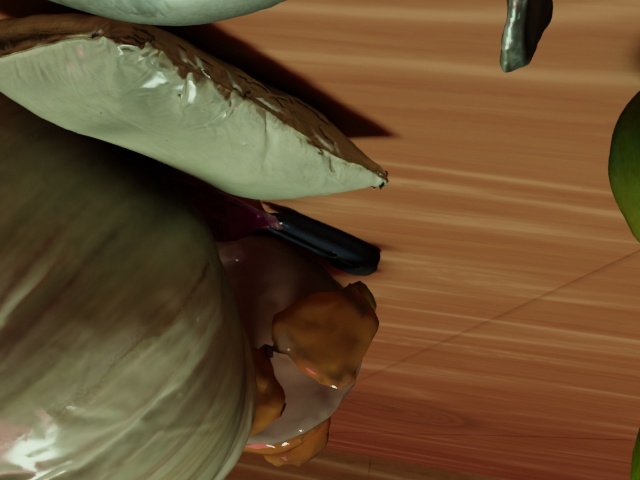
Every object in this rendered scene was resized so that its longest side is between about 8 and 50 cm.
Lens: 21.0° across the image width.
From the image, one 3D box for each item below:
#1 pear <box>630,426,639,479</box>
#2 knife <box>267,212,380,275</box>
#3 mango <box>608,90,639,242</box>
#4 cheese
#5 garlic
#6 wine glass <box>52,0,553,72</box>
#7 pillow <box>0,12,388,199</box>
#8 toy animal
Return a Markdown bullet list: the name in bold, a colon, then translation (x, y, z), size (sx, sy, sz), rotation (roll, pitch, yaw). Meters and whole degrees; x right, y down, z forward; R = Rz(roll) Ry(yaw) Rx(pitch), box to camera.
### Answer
- **pear**: translation (0.255, 0.120, 0.728), size (0.292, 0.159, 0.292), rotation (20, 173, 3)
- **knife**: translation (0.000, 0.000, 1.196), size (0.031, 0.018, 0.121), rotation (-2, 160, 42)
- **mango**: translation (0.196, -0.020, 0.698), size (0.191, 0.085, 0.122), rotation (11, 139, 57)
- **cheese**: translation (-0.094, -0.030, 1.103), size (0.145, 0.038, 0.095), rotation (16, 167, 13)
- **garlic**: translation (-0.179, 0.061, 1.012), size (0.317, 0.259, 0.317), rotation (40, 156, 22)
- **wine glass**: translation (-0.034, -0.111, 0.526), size (0.222, 0.103, 0.103), rotation (8, 167, 12)
- **pillow**: translation (-0.072, -0.065, 0.894), size (0.128, 0.051, 0.229), rotation (6, 168, 38)
- **toy animal**: translation (-0.053, 0.087, 1.317), size (0.195, 0.169, 0.281), rotation (-30, 167, -8)
